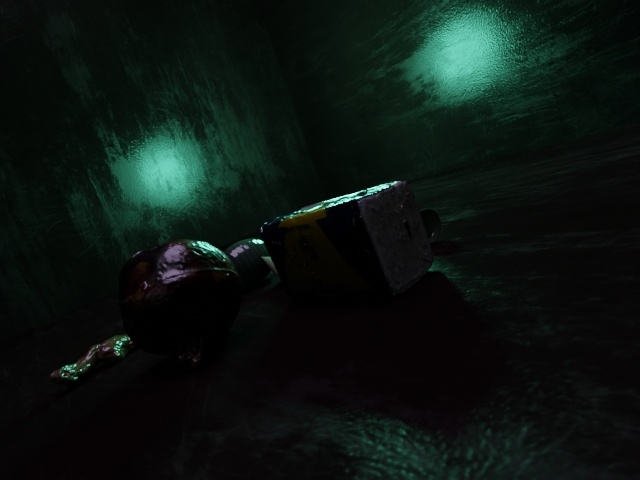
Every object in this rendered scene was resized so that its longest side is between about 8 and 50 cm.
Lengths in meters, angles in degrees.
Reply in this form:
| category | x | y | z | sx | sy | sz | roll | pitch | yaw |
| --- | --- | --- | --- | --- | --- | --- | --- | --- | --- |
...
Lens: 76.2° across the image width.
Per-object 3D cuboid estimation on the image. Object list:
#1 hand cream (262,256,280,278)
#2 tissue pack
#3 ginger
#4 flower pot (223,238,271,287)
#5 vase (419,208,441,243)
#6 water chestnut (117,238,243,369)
| category | x | y | z | sx | sy | sz | roll | pitch | yaw |
| --- | --- | --- | --- | --- | --- | --- | --- | --- | --- |
| hand cream | -0.117 | 0.104 | 1.460 | 0.093 | 0.147 | 0.306 | -64 | 19 | -3 |
| tissue pack | 0.061 | 0.009 | 1.159 | 0.417 | 0.263 | 0.253 | -9 | 15 | 47 |
| ginger | -0.679 | 0.365 | 1.258 | 0.122 | 0.084 | 0.290 | 11 | 20 | 28 |
| flower pot | -0.296 | 0.089 | 1.644 | 0.243 | 0.189 | 0.157 | -22 | 51 | -41 |
| vase | 0.268 | -0.053 | 1.459 | 0.173 | 0.173 | 0.321 | -25 | 17 | -29 |
| water chestnut | -0.352 | 0.184 | 1.077 | 0.335 | 0.346 | 0.335 | -26 | -31 | -17 |
